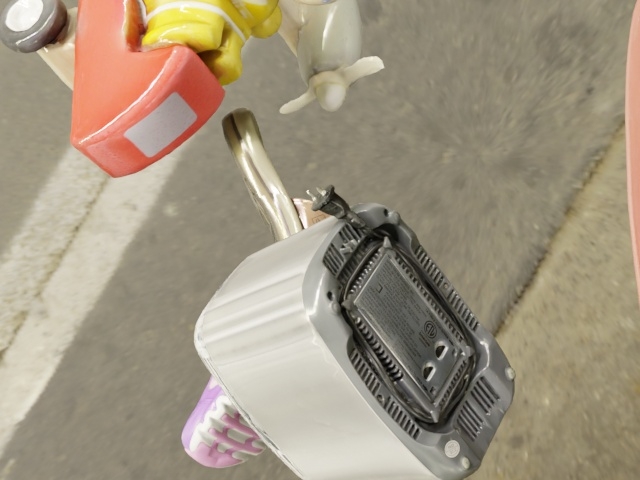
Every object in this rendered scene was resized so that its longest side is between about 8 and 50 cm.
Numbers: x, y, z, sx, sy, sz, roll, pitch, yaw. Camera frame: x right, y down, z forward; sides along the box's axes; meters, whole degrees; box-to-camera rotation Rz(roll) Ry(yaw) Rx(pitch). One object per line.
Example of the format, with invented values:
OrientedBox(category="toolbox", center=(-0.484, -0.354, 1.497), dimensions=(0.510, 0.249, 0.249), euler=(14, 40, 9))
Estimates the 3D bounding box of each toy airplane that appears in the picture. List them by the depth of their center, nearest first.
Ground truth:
OrientedBox(category="toy airplane", center=(-0.071, -0.270, 1.177), dimensions=(0.273, 0.386, 0.384), euler=(12, 113, 31))

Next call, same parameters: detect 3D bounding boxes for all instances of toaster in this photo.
OrientedBox(category="toaster", center=(0.015, 0.075, 0.953), dimensions=(0.146, 0.129, 0.227), euler=(-22, 115, 42))

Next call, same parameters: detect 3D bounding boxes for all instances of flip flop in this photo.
OrientedBox(category="flip flop", center=(0.000, 0.000, 1.196), dimensions=(0.080, 0.112, 0.277), euler=(-25, 77, -6))

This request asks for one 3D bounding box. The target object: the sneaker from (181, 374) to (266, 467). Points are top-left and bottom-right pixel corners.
OrientedBox(category="sneaker", center=(-0.059, 0.102, 1.302), dimensions=(0.105, 0.095, 0.236), euler=(29, 81, 38))

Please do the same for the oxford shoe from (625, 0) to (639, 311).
OrientedBox(category="oxford shoe", center=(0.163, 0.079, 0.367), dimensions=(0.123, 0.130, 0.348), euler=(-18, 86, 10))
